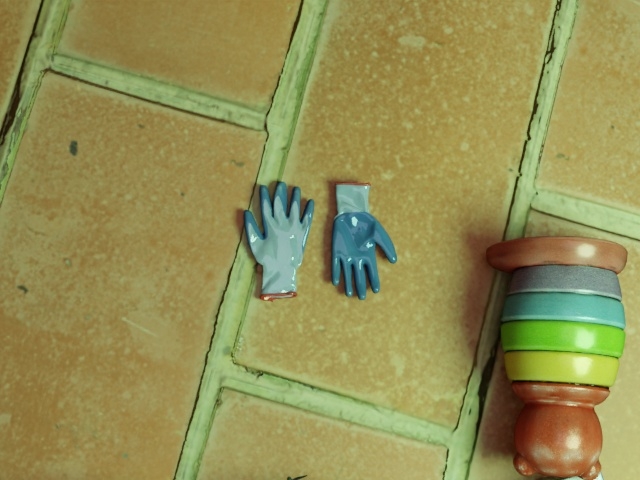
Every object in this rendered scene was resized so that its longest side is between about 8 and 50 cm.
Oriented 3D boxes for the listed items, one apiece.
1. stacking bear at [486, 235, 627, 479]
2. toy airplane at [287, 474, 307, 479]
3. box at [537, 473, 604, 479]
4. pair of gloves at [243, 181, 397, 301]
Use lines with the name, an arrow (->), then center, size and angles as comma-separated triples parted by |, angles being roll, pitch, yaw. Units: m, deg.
stacking bear -> 0.297, 0.149, 1.459 | 0.175, 0.164, 0.289 | 4, 81, -4
toy airplane -> -0.010, 0.350, 1.394 | 0.151, 0.028, 0.151 | 2, 79, -10
box -> 0.298, 0.363, 1.472 | 0.137, 0.072, 0.126 | -17, 83, -7
pair of gloves -> 0.000, 0.000, 1.529 | 0.198, 0.023, 0.159 | -2, 83, -4
